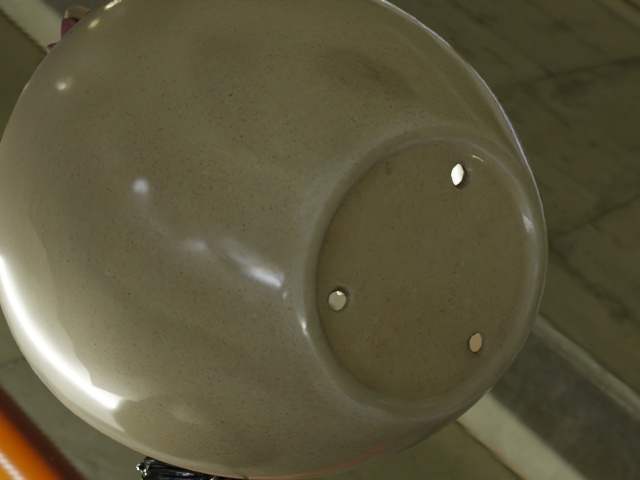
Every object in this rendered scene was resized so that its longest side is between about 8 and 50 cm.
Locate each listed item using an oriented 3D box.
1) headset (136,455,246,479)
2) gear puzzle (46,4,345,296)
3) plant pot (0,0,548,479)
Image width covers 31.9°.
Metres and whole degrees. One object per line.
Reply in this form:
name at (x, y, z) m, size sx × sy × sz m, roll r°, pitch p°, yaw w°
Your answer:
headset at (-0.158, 0.287, 0.711) m, size 0.185 × 0.243 × 0.394 m, roll 6°, pitch -138°, yaw 37°
gear puzzle at (-0.073, -0.031, 0.759) m, size 0.339 × 0.175 × 0.044 m, roll 25°, pitch -157°, yaw 25°
plant pot at (0.000, 0.000, 0.558) m, size 0.284 × 0.284 × 0.191 m, roll 8°, pitch -176°, yaw -31°
